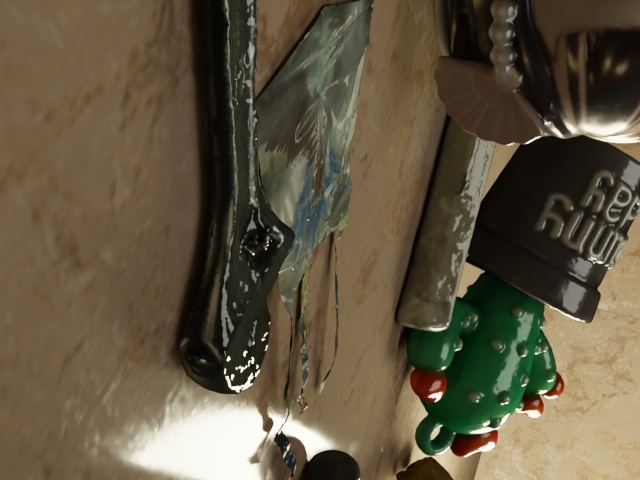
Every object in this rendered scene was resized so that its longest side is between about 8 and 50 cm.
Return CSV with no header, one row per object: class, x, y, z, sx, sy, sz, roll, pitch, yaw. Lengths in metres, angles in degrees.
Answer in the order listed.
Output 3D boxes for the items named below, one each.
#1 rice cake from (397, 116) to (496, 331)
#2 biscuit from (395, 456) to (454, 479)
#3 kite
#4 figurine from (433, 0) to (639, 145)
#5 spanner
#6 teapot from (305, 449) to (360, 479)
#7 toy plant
rice cake,0.129,-0.035,0.945,0.057,0.052,0.256,15,90,-45
biscuit,0.220,0.448,1.144,0.394,0.076,0.368,58,7,-5
kite,0.002,0.001,0.608,0.169,0.015,0.310,-58,156,-48
figurine,0.217,-0.248,0.721,0.211,0.253,0.361,-79,174,-82
spanner,-0.038,-0.061,0.405,0.093,0.026,0.325,-55,152,-49
teapot,0.008,0.215,0.771,0.043,0.043,0.111,-59,160,-44
toy plant,0.212,0.065,1.091,0.400,0.185,0.279,-62,158,6
